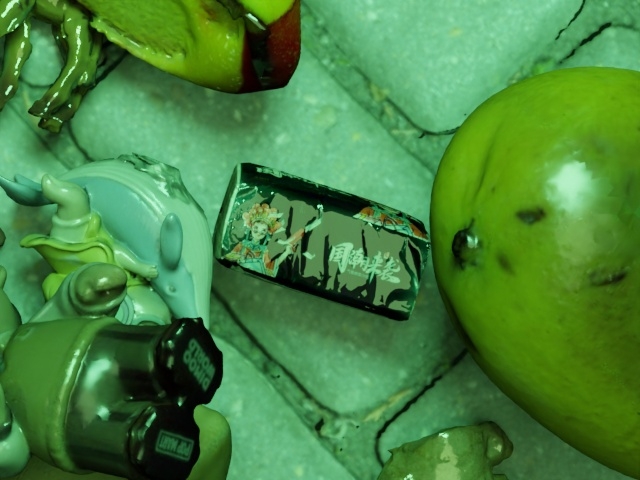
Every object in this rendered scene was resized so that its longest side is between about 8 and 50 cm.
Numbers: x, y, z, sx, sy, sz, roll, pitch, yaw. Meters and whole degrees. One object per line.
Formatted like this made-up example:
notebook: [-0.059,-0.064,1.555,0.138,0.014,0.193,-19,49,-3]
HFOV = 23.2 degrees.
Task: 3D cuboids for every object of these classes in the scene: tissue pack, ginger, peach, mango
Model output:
tissue pack: [-0.001,0.000,1.289,0.170,0.103,0.090,16,98,-7]
ginger: [0.123,0.263,1.332,0.137,0.074,0.213,-9,90,3]
peach: [-0.114,-0.236,1.234,0.267,0.158,0.154,39,57,-17]
mango: [0.283,0.044,1.270,0.445,0.220,0.301,32,70,-24]

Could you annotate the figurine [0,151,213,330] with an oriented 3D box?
figurine: [-0.175,0.012,1.260,0.208,0.128,0.184,33,91,0]

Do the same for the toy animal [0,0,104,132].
toy animal: [-0.249,-0.221,1.260,0.149,0.054,0.276,-4,84,-26]

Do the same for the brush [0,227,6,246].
brush: [-0.320,-0.129,1.255,0.071,0.084,0.301,-16,104,14]

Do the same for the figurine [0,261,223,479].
figurine: [-0.262,0.094,1.119,0.206,0.365,0.218,13,81,-48]

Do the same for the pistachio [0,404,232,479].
pistachio: [-0.197,0.218,1.234,0.293,0.181,0.162,-30,100,5]
